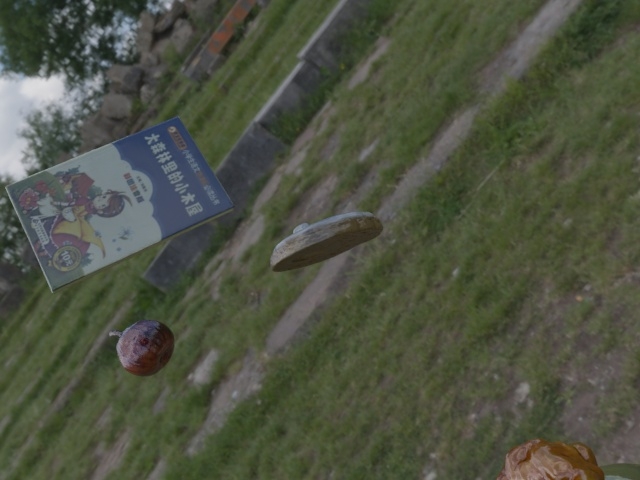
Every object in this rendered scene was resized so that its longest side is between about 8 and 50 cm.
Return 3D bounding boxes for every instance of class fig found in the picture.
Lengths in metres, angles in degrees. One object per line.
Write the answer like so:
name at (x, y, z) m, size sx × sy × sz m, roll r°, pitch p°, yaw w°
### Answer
fig at (-0.383, 0.223, 1.457) m, size 0.128 × 0.128 × 0.150 m, roll -49°, pitch 49°, yaw 16°

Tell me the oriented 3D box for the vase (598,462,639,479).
vase at (0.387, 0.488, 0.890) m, size 0.302 × 0.329 × 0.241 m, roll -32°, pitch -12°, yaw 18°

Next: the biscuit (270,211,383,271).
biscuit at (0.000, 0.000, 1.181) m, size 0.208 × 0.049 × 0.181 m, roll -25°, pitch -14°, yaw 35°

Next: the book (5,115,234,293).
book at (-0.339, -0.072, 1.130) m, size 0.322 × 0.228 × 0.018 m, roll -27°, pitch -23°, yaw -15°

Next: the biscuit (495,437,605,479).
biscuit at (0.250, 0.385, 0.657) m, size 0.318 × 0.111 × 0.312 m, roll -68°, pitch 20°, yaw 3°
